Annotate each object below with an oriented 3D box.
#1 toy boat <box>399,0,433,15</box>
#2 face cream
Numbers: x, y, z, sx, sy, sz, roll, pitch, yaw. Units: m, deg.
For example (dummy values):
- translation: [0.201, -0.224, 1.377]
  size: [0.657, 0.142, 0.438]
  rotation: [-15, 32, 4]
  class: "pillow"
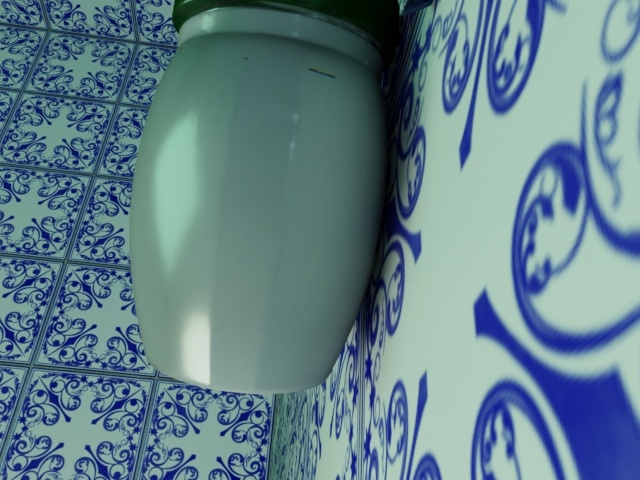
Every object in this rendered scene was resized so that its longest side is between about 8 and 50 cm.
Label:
- translation: [0.067, -0.200, 0.443]
  size: [0.038, 0.038, 0.083]
  rotation: [-124, 42, -83]
  class: "toy boat"
- translation: [-0.053, -0.057, 0.582]
  size: [0.312, 0.220, 0.356]
  rotation: [152, 125, -85]
  class: "face cream"
